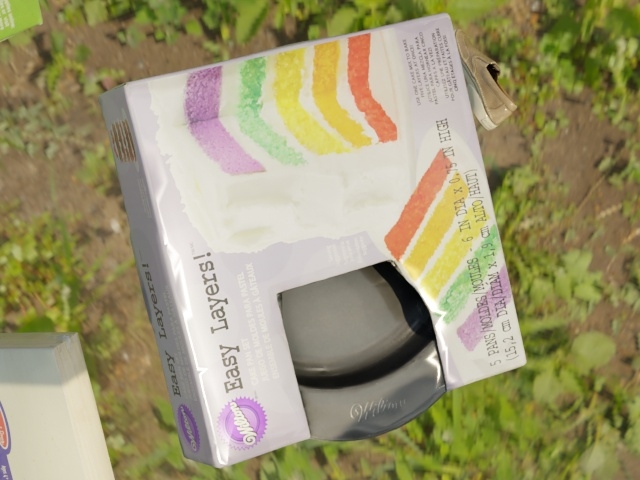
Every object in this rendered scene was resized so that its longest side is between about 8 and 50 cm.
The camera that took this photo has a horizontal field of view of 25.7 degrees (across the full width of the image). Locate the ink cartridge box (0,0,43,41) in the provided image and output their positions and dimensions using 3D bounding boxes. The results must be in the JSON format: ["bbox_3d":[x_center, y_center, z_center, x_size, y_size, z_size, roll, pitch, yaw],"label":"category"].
[{"bbox_3d":[-0.310,-0.260,0.974,0.097,0.189,0.255,-28,44,-24],"label":"ink cartridge box"}]

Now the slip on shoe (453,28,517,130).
[{"bbox_3d":[0.174,-0.180,1.509,0.041,0.051,0.135,-32,47,22],"label":"slip on shoe"}]

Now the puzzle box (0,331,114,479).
[{"bbox_3d":[-0.351,0.301,1.617,0.272,0.052,0.409,-2,107,29],"label":"puzzle box"}]

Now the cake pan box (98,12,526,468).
[{"bbox_3d":[0.000,0.000,0.946,0.245,0.070,0.267,-14,96,-22],"label":"cake pan box"}]
